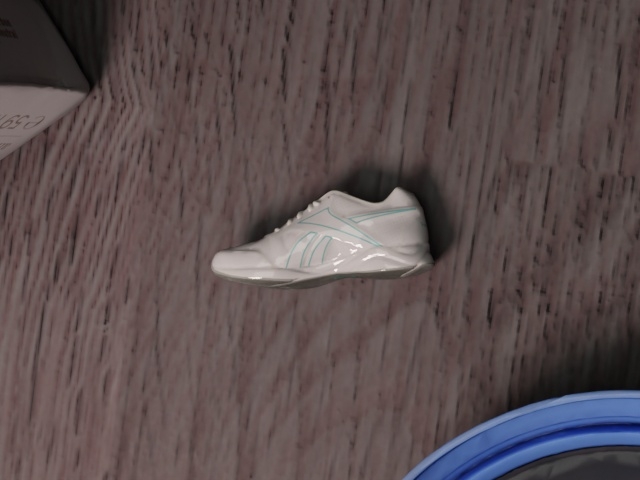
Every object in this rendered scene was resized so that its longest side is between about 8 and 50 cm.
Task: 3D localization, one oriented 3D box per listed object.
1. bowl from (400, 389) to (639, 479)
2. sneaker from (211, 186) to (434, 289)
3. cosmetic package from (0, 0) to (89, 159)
[{"bbox_3d":[0.189,0.289,1.167,0.391,0.077,0.391,-1,81,9],"label":"bowl"},{"bbox_3d":[0.000,0.000,1.268,0.152,0.054,0.061,-7,82,11],"label":"sneaker"},{"bbox_3d":[-0.439,-0.127,1.245,0.393,0.329,0.327,-33,84,17],"label":"cosmetic package"}]
